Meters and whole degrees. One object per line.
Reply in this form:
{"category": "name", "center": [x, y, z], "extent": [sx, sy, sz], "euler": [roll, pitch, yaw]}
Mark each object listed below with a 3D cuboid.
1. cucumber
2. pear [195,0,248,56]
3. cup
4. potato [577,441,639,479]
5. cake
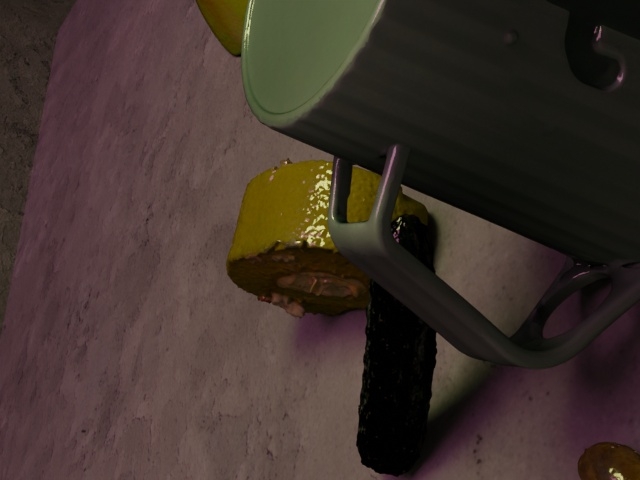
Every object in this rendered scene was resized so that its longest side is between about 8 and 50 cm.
{"category": "cucumber", "center": [0.077, 0.111, 0.916], "extent": [0.081, 0.072, 0.304], "euler": [-108, 16, -51]}
{"category": "pear", "center": [-0.144, -0.566, 1.793], "extent": [0.399, 0.165, 0.399], "euler": [-38, 40, 41]}
{"category": "cup", "center": [0.165, -0.124, 0.759], "extent": [0.310, 0.392, 0.401], "euler": [-43, 42, 46]}
{"category": "potato", "center": [0.242, 0.190, 0.745], "extent": [0.092, 0.045, 0.047], "euler": [-138, 38, -62]}
{"category": "cake", "center": [0.000, 0.000, 1.141], "extent": [0.260, 0.179, 0.156], "euler": [-22, 53, 53]}
